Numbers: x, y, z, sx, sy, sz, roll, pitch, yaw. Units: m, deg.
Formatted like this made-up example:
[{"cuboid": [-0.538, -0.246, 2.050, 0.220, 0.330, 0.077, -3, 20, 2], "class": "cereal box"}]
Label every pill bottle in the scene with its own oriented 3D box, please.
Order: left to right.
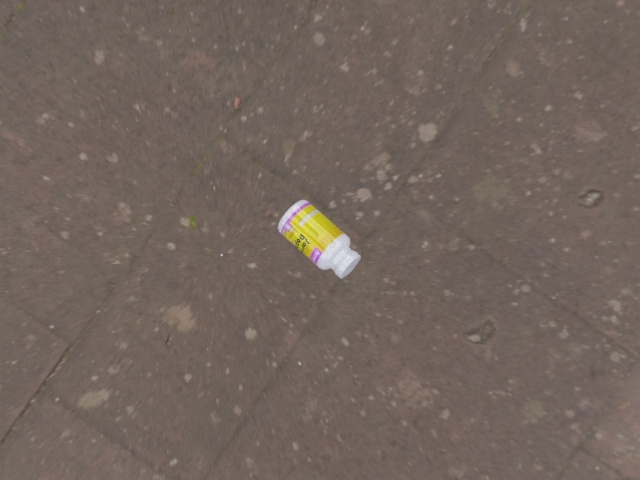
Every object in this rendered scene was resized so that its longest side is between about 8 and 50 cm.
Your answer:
[{"cuboid": [0.000, 0.000, 0.797, 0.083, 0.043, 0.043, 41, 84, 15], "class": "pill bottle"}]
